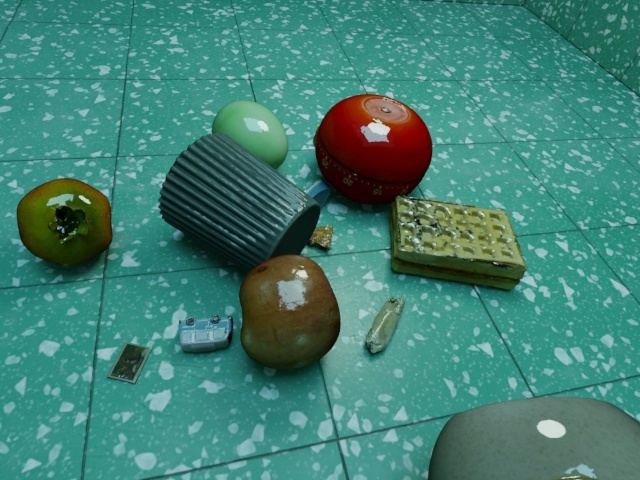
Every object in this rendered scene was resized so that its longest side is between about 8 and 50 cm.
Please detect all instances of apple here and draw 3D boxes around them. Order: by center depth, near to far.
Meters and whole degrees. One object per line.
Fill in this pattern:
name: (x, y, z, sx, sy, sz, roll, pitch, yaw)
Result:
apple: (-0.080, 0.162, 0.972, 0.254, 0.253, 0.253, 5, 48, -6)

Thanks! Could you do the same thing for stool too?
stool: (-0.202, -0.079, 1.143, 0.330, 0.297, 0.297, 34, 52, 14)

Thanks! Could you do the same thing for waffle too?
waffle: (0.396, -0.005, 1.286, 0.377, 0.114, 0.260, 9, 49, -2)

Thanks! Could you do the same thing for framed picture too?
framed picture: (-0.430, 0.275, 0.968, 0.066, 0.006, 0.089, 12, 48, 2)

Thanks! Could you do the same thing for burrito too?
burrito: (0.166, 0.212, 1.101, 0.058, 0.045, 0.188, 22, 50, 19)

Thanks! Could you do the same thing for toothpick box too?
toothpick box: (0.367, 0.491, 0.653, 0.410, 0.408, 0.425, 4, 53, -6)

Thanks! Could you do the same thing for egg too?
egg: (-0.227, -0.334, 1.397, 0.270, 0.220, 0.220, 34, 52, 18)

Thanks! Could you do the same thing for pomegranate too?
pomegranate: (-0.627, -0.047, 1.060, 0.221, 0.257, 0.220, 0, 89, -32)

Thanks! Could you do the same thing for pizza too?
pizza: (-0.011, -0.008, 1.281, 0.099, 0.029, 0.100, 2, 46, 3)

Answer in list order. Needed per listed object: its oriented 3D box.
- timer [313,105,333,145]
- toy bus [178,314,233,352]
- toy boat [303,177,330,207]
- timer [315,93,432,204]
timer: (0.046, -0.415, 1.561, 0.132, 0.152, 0.132, 5, 48, -6)
toy bus: (-0.267, 0.221, 1.009, 0.123, 0.060, 0.074, -3, 54, -10)
toy boat: (-0.053, -0.136, 1.343, 0.102, 0.088, 0.215, 31, 52, 22)
timer: (0.173, -0.304, 1.391, 0.378, 0.279, 0.377, 9, 47, -9)
